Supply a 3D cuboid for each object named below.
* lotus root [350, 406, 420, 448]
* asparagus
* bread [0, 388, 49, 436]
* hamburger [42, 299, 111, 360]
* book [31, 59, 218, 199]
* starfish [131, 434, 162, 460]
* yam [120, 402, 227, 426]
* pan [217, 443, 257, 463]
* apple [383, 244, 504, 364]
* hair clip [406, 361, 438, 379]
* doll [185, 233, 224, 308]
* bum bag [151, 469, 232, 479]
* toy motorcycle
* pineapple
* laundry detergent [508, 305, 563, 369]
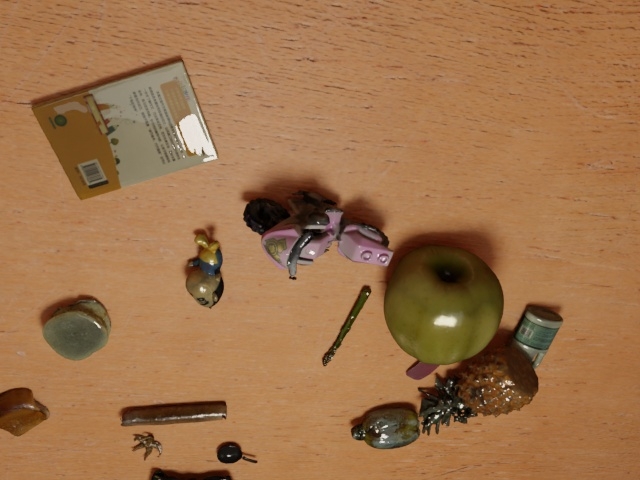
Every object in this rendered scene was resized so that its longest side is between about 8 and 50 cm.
[{"bbox_3d":[0.177,0.508,1.679,0.191,0.088,0.113,-6,105,-5],"label":"lotus root"},{"bbox_3d":[0.063,0.215,1.525,0.025,0.024,0.249,21,116,-13],"label":"asparagus"},{"bbox_3d":[-0.729,0.420,1.495,0.129,0.044,0.126,-31,122,4],"label":"bread"},{"bbox_3d":[-0.539,0.200,1.390,0.139,0.062,0.133,-27,117,9],"label":"hamburger"},{"bbox_3d":[-0.371,-0.208,1.206,0.295,0.020,0.208,-17,121,0],"label":"book"},{"bbox_3d":[-0.451,0.539,1.621,0.078,0.028,0.091,8,121,-8],"label":"starfish"},{"bbox_3d":[-0.368,0.440,1.567,0.263,0.046,0.046,-1,120,-10],"label":"yam"},{"bbox_3d":[-0.224,0.581,1.686,0.115,0.023,0.069,22,113,-18],"label":"pan"},{"bbox_3d":[0.280,0.149,1.413,0.278,0.279,0.279,-4,120,-7],"label":"apple"},{"bbox_3d":[0.282,0.318,1.625,0.054,0.022,0.137,33,110,-21],"label":"hair clip"},{"bbox_3d":[-0.251,0.075,1.357,0.088,0.102,0.180,-29,130,-39],"label":"doll"},{"bbox_3d":[-0.348,0.674,1.699,0.232,0.060,0.107,8,127,-12],"label":"bum bag"},{"bbox_3d":[0.000,0.000,1.294,0.326,0.188,0.143,12,121,-17],"label":"toy motorcycle"},{"bbox_3d":[0.386,0.403,1.613,0.169,0.169,0.340,32,128,-25],"label":"pineapple"},{"bbox_3d":[0.541,0.281,1.619,0.099,0.070,0.226,10,117,-12],"label":"laundry detergent"}]
